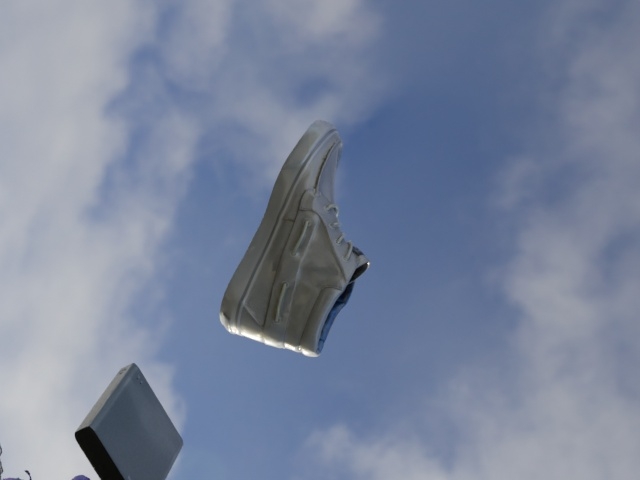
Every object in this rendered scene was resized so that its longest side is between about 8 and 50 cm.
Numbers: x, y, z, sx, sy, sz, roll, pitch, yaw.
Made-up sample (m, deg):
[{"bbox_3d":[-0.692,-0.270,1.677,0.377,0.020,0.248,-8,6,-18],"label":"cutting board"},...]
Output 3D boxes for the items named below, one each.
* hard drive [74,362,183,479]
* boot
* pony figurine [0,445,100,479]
[{"bbox_3d":[-0.167,0.177,1.045,0.022,0.135,0.094,-26,-78,15],"label":"hard drive"},{"bbox_3d":[0.000,0.000,1.260,0.123,0.095,0.258,19,-106,15],"label":"boot"},{"bbox_3d":[-0.405,0.374,1.591,0.351,0.363,0.303,125,-38,-48],"label":"pony figurine"}]
